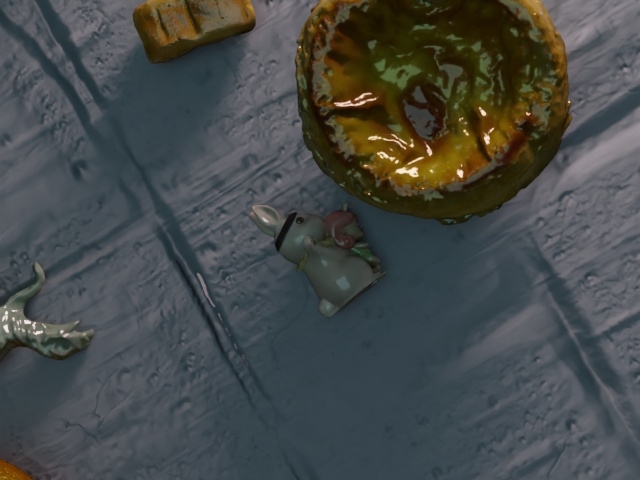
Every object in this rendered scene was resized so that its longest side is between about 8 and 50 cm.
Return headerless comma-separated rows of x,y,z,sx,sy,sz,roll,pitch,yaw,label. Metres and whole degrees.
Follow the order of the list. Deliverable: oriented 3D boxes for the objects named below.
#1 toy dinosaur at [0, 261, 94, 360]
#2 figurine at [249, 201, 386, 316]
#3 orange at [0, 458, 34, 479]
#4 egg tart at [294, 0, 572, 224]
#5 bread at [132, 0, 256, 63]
-0.464,0.062,1.484,0.393,0.092,0.205,-9,96,1,toy dinosaur
-0.001,0.003,1.419,0.098,0.081,0.146,-32,79,-34,figurine
-0.365,0.338,1.426,0.158,0.179,0.237,-28,86,12,orange
0.115,-0.160,1.364,0.295,0.116,0.294,0,91,8,egg tart
-0.138,-0.246,1.434,0.132,0.053,0.074,-17,89,8,bread
